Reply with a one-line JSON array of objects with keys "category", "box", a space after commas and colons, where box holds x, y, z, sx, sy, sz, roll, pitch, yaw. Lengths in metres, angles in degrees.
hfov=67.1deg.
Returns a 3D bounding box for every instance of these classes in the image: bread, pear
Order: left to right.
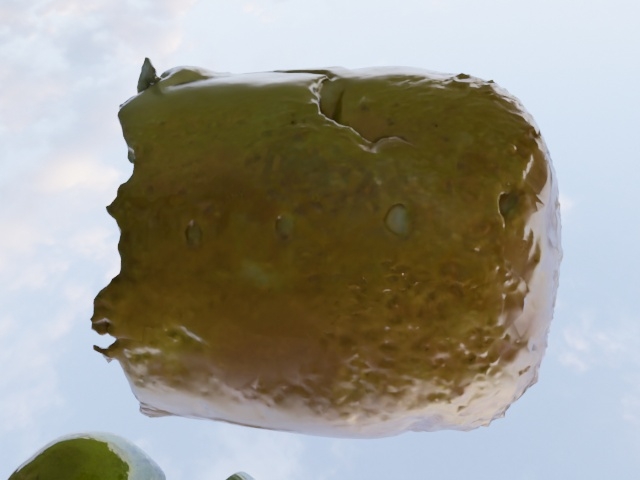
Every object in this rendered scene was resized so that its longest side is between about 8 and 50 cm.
[{"category": "pear", "box": [-0.404, 0.443, 0.838, 0.212, 0.269, 0.213, -18, -117, 38]}, {"category": "bread", "box": [0.000, 0.000, 0.435, 0.393, 0.250, 0.362, 1, -88, 18]}]

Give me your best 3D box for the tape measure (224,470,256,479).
[{"category": "tape measure", "box": [-0.173, 0.532, 0.805, 0.115, 0.207, 0.235, 17, -139, 41]}]
